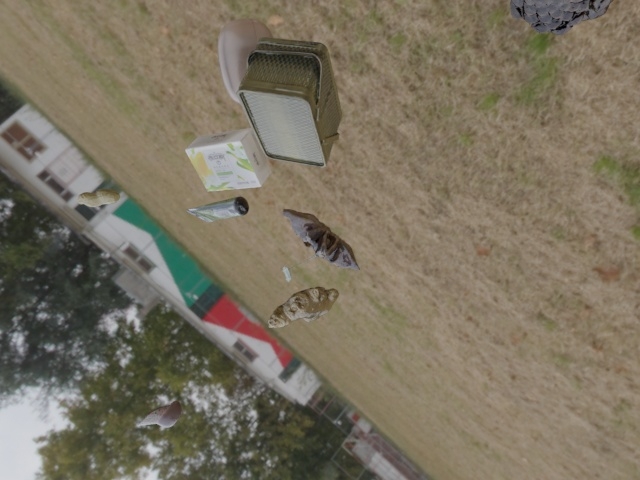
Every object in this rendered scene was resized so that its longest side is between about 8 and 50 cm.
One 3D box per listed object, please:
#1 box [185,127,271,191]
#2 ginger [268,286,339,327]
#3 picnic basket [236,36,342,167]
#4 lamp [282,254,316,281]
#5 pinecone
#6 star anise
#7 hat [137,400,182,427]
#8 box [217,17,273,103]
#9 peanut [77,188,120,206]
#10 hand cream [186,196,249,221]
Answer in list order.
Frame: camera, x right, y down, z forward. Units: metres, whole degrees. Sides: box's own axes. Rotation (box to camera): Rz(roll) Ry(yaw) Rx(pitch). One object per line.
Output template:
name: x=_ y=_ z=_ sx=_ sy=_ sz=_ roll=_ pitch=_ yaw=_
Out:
box: x=-0.340 y=-0.296 z=1.798 sx=0.260 sy=0.111 sz=0.195 roll=-1 pitch=130 yaw=29
ginger: x=-0.044 y=0.175 z=1.315 sx=0.213 sy=0.138 sz=0.074 roll=-1 pitch=-139 yaw=-44
picnic basket: x=-0.056 y=-0.289 z=1.036 sx=0.165 sy=0.139 sz=0.267 roll=12 pitch=158 yaw=15
lamp: x=-0.055 y=0.092 z=1.835 sx=0.056 sy=0.198 sz=0.050 roll=59 pitch=150 yaw=10
pinecone: x=0.283 y=-0.317 z=0.558 sx=0.140 sy=0.120 sz=0.140 roll=32 pitch=143 yaw=28
star anise: x=0.000 y=-0.002 z=1.663 sx=0.349 sy=0.109 sz=0.292 roll=43 pitch=180 yaw=28
hat: x=-0.312 y=0.353 z=0.952 sx=0.042 sy=0.087 sz=0.058 roll=57 pitch=137 yaw=14
box: x=-0.174 y=-0.433 z=1.182 sx=0.088 sy=0.145 sz=0.201 roll=-135 pitch=33 yaw=-60
peanut: x=-0.472 y=-0.090 z=1.031 sx=0.037 sy=0.083 sz=0.037 roll=168 pitch=90 yaw=-70
hand cream: x=-0.298 y=-0.090 z=1.436 sx=0.235 sy=0.055 sz=0.086 roll=-7 pitch=149 yaw=41
